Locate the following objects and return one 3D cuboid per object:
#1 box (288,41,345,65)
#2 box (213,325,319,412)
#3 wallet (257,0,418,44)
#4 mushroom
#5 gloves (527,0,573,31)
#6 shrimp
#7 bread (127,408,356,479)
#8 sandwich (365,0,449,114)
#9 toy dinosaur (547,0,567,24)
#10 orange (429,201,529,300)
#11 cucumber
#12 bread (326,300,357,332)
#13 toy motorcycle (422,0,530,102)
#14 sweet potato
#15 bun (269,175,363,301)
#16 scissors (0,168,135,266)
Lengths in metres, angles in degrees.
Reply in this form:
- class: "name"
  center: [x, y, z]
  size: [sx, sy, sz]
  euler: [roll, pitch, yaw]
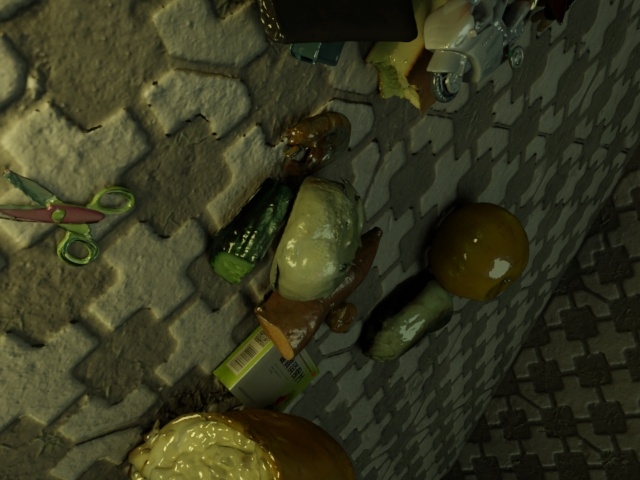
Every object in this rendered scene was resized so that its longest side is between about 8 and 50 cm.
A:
- class: "box"
  center: [0.004, -0.314, 0.910]
  size: [0.074, 0.054, 0.099]
  euler: [-5, 123, -53]
- class: "box"
  center: [-0.109, 0.290, 1.316]
  size: [0.175, 0.062, 0.260]
  euler: [-44, 146, -15]
- class: "wallet"
  center: [0.027, -0.359, 0.847]
  size: [0.310, 0.042, 0.165]
  euler: [-21, 98, -43]
- class: "mushroom"
  center: [0.265, 0.231, 1.690]
  size: [0.344, 0.130, 0.247]
  euler: [-16, 127, -44]
- class: "gloves"
  center: [0.522, -0.561, 1.315]
  size: [0.165, 0.124, 0.203]
  euler: [-15, 125, -22]
- class: "shrimp"
  center: [-0.009, -0.159, 1.040]
  size: [0.188, 0.052, 0.132]
  euler: [-14, 130, -50]
- class: "bread"
  center: [-0.124, 0.459, 1.186]
  size: [0.394, 0.361, 0.250]
  euler: [16, 93, -55]
- class: "sandwich"
  center: [0.175, -0.352, 1.048]
  size: [0.186, 0.108, 0.220]
  euler: [-40, 145, -23]
- class: "toy dinosaur"
  center: [0.442, -0.585, 1.143]
  size: [0.207, 0.112, 0.327]
  euler: [-5, 134, -13]
- class: "orange"
  center: [0.432, 0.035, 1.628]
  size: [0.279, 0.235, 0.279]
  euler: [-27, 141, -25]
- class: "cucumber"
  center: [-0.118, -0.017, 1.006]
  size: [0.193, 0.086, 0.115]
  euler: [-54, -170, -3]
- class: "bread"
  center: [0.050, 0.184, 1.441]
  size: [0.083, 0.046, 0.081]
  euler: [-45, 144, -13]
- class: "toy motorcycle"
  center: [0.248, -0.342, 0.967]
  size: [0.260, 0.110, 0.170]
  euler: [-42, 131, -28]
- class: "sweet potato"
  center: [0.004, 0.079, 1.211]
  size: [0.336, 0.131, 0.131]
  euler: [-47, 148, -25]
- class: "bun"
  center: [0.000, 0.000, 1.053]
  size: [0.239, 0.142, 0.239]
  euler: [-160, -90, -87]
- class: "scissors"
  center: [-0.332, -0.034, 0.762]
  size: [0.133, 0.020, 0.187]
  euler: [-53, 150, 5]
